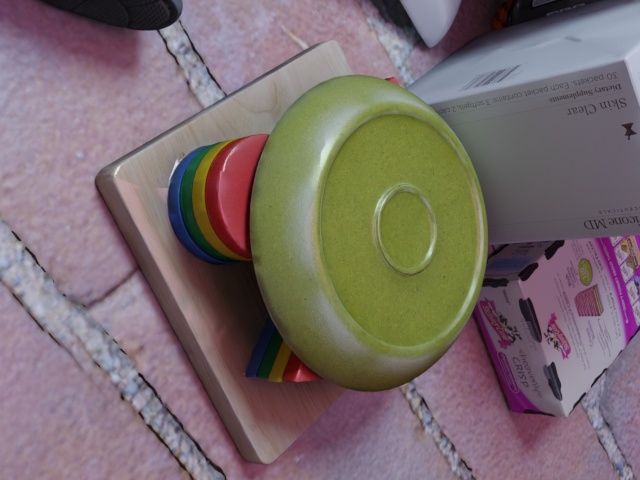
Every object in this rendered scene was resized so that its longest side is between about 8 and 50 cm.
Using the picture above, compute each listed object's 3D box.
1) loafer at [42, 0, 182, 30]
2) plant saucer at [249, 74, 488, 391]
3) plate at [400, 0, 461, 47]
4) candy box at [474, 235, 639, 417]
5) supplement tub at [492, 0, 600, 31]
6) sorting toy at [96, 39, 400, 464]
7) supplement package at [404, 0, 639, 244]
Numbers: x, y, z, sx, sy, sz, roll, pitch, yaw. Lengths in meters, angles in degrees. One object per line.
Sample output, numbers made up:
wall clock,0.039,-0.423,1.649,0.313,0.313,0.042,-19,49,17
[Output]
loafer,-0.195,-0.220,0.563,0.268,0.096,0.084,21,67,-37
plant saucer,0.053,-0.007,0.684,0.241,0.037,0.240,4,84,-42
plate,0.101,-0.359,0.810,0.278,0.045,0.277,44,58,-55
candy box,0.263,0.055,0.966,0.233,0.071,0.159,-35,110,-39
supplement tub,0.275,-0.220,0.919,0.117,0.190,0.116,4,83,-41
sorting toy,0.000,0.000,0.720,0.255,0.089,0.257,-39,112,-37
supplement package,0.215,-0.107,0.806,0.204,0.262,0.145,-39,112,-36
